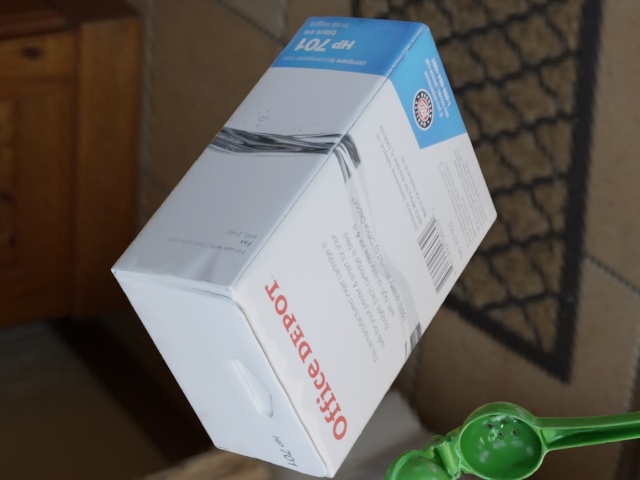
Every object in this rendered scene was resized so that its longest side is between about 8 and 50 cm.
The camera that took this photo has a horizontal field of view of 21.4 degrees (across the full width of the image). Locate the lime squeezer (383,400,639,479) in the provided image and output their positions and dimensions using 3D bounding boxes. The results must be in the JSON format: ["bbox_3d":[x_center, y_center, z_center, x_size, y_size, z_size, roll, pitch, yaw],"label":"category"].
[{"bbox_3d":[0.094,0.162,1.069,0.110,0.310,0.059,54,166,49],"label":"lime squeezer"}]

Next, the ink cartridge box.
[{"bbox_3d":[0.000,0.000,0.851,0.082,0.191,0.140,11,141,36],"label":"ink cartridge box"}]
